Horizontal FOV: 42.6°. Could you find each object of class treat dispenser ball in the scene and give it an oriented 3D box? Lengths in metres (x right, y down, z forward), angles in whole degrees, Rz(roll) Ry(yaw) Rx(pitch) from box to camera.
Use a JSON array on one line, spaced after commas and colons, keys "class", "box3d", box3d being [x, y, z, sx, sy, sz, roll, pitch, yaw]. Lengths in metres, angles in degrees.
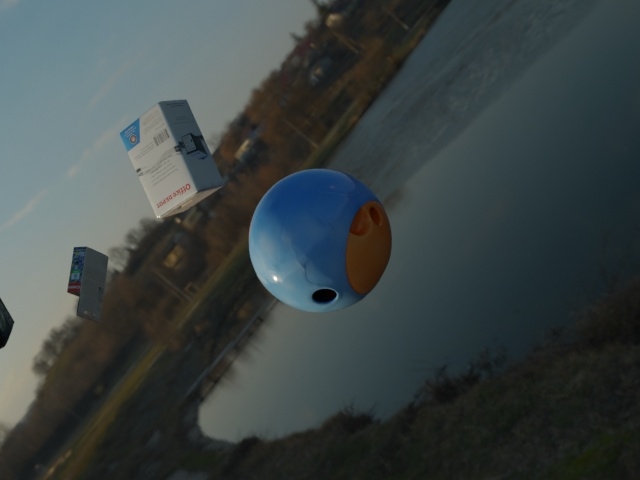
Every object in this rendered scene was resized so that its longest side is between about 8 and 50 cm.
[{"class": "treat dispenser ball", "box3d": [0.000, 0.000, 1.642, 0.288, 0.288, 0.288, -50, 5, 6]}]

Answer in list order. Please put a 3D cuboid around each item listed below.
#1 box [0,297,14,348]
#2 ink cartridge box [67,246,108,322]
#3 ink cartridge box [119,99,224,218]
[{"class": "box", "box3d": [-0.562, 0.108, 1.181, 0.180, 0.147, 0.077, -20, 24, -1]}, {"class": "ink cartridge box", "box3d": [-0.383, 0.073, 1.344, 0.063, 0.029, 0.115, 39, -128, -62]}, {"class": "ink cartridge box", "box3d": [-0.292, -0.159, 1.609, 0.140, 0.190, 0.082, -27, -3, 37]}]
